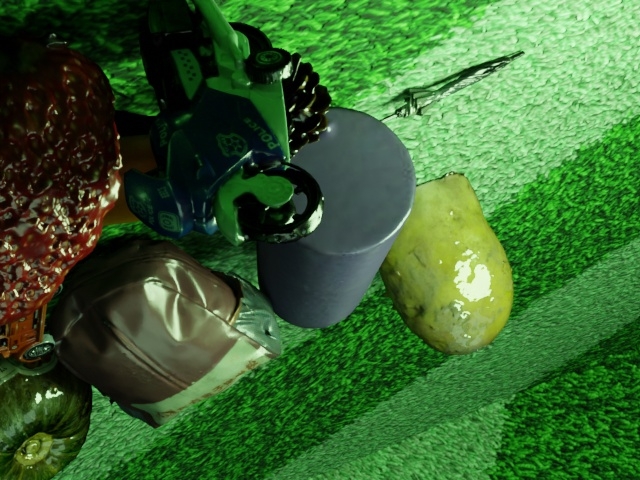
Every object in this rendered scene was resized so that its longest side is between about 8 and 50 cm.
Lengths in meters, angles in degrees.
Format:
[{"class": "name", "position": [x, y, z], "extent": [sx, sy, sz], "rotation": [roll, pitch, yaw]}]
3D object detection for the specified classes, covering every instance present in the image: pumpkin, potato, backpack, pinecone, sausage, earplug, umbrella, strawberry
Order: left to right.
[{"class": "strawberry", "position": [-0.325, -0.067, 1.488], "extent": [0.261, 0.257, 0.261], "rotation": [-15, 156, -7]}, {"class": "pumpkin", "position": [-0.467, 0.256, 2.181], "extent": [0.260, 0.189, 0.260], "rotation": [-28, 141, -26]}, {"class": "sausage", "position": [-0.242, -0.066, 1.645], "extent": [0.274, 0.105, 0.105], "rotation": [-7, 166, 19]}, {"class": "backpack", "position": [-0.247, 0.120, 2.101], "extent": [0.283, 0.197, 0.317], "rotation": [-37, 138, 14]}, {"class": "pinecone", "position": [-0.060, -0.165, 1.733], "extent": [0.140, 0.140, 0.121], "rotation": [-29, 131, 5]}, {"class": "earplug", "position": [0.000, 0.000, 2.106], "extent": [0.215, 0.215, 0.456], "rotation": [-22, 162, -14]}, {"class": "umbrella", "position": [0.174, -0.216, 2.050], "extent": [0.269, 0.044, 0.044], "rotation": [-30, 135, -19]}, {"class": "potato", "position": [0.211, 0.059, 2.420], "extent": [0.229, 0.266, 0.229], "rotation": [-25, 163, -8]}]

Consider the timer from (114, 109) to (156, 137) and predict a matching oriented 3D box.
[{"class": "timer", "position": [-0.193, -0.091, 1.737], "extent": [0.187, 0.055, 0.144], "rotation": [10, 152, -4]}]

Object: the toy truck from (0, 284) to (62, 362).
[{"class": "toy truck", "position": [-0.412, 0.073, 1.898], "extent": [0.114, 0.107, 0.252], "rotation": [-17, 156, -23]}]

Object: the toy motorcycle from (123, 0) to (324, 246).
[{"class": "toy motorcycle", "position": [-0.116, -0.114, 1.510], "extent": [0.196, 0.331, 0.125], "rotation": [-10, 141, -10]}]
